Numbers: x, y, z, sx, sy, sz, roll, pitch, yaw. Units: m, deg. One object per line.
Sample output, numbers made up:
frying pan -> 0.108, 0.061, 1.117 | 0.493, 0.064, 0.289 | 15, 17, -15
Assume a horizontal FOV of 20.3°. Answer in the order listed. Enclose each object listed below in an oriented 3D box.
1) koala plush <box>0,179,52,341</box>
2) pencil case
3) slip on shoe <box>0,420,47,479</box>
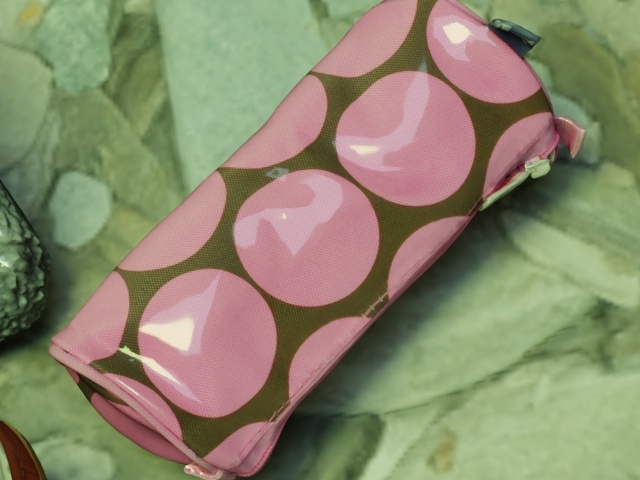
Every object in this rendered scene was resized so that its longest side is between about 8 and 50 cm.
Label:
koala plush -> -0.258, -0.023, 0.689 | 0.221, 0.196, 0.203 | -34, 53, -6
pencil case -> 0.000, 0.000, 0.677 | 0.098, 0.095, 0.209 | 42, 80, 8
slip on shoe -> -0.243, 0.142, 0.653 | 0.331, 0.101, 0.123 | -24, 73, 14
